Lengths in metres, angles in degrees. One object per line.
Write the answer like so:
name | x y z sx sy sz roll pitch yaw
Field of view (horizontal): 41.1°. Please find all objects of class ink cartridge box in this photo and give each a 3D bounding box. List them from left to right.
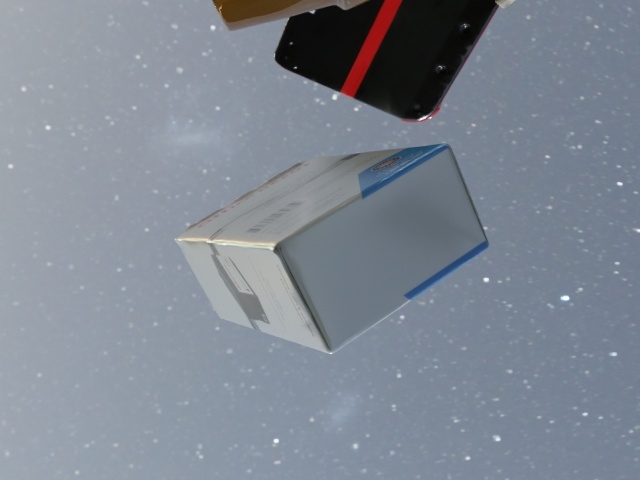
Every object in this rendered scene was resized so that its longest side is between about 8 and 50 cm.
ink cartridge box | 0.000 0.000 0.971 0.307 0.223 0.129 5 -56 63

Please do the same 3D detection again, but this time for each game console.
game console | 0.129 -0.415 1.563 0.060 0.342 0.386 -74 -170 -48

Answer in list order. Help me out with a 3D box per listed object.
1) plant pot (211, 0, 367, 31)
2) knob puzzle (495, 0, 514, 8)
plant pot | -0.050 -0.337 0.971 0.188 0.205 0.205 -26 -119 3
knob puzzle | 0.242 -0.282 0.692 0.213 0.030 0.213 -45 -164 17
